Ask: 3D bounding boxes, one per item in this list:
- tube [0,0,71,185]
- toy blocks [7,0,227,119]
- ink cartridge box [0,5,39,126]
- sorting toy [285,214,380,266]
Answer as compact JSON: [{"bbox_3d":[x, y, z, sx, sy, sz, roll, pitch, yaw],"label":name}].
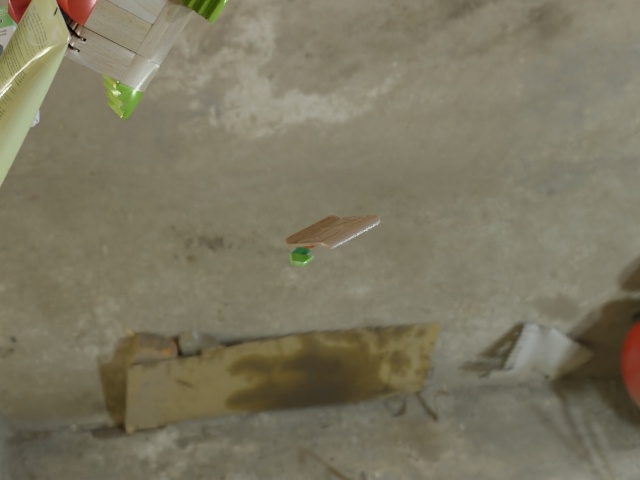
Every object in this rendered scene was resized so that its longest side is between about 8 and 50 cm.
[{"bbox_3d":[-0.313,-0.145,0.964,0.070,0.062,0.240,37,122,-3],"label":"tube"},{"bbox_3d":[-0.280,-0.381,1.270,0.261,0.191,0.381,20,110,-51],"label":"toy blocks"},{"bbox_3d":[-0.602,-0.303,1.724,0.154,0.212,0.093,-13,159,12],"label":"ink cartridge box"},{"bbox_3d":[0.000,0.000,0.747,0.083,0.062,0.012,-28,108,-31],"label":"sorting toy"}]
